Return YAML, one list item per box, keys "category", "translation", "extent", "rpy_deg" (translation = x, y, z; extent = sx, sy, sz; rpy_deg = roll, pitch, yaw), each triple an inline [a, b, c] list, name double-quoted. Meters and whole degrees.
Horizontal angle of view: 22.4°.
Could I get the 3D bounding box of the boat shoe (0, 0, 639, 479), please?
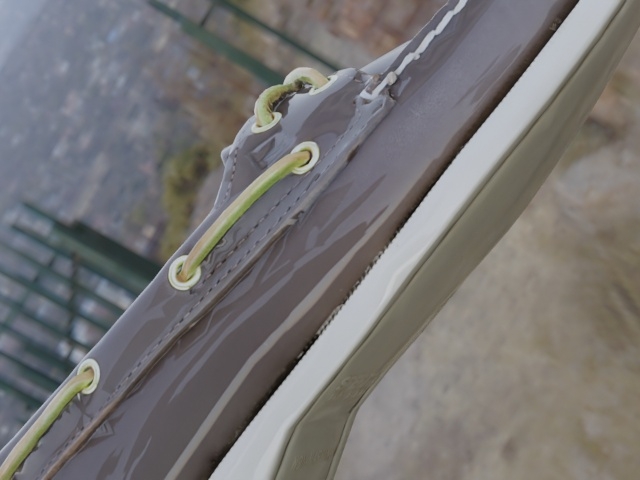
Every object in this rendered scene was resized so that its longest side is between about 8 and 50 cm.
- category: "boat shoe"
  translation: [0.000, 0.000, 0.563]
  extent: [0.324, 0.097, 0.116]
  rpy_deg: [-54, -14, 5]
